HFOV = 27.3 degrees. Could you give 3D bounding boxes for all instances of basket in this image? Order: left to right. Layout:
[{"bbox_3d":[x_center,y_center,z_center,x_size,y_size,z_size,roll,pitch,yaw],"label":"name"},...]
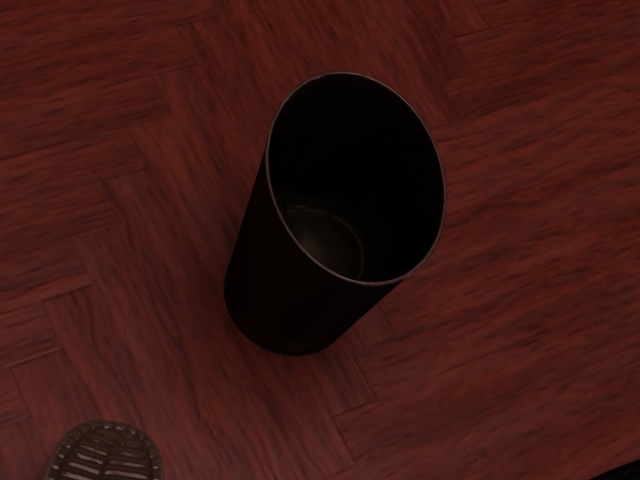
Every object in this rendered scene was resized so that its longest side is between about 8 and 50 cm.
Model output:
[{"bbox_3d":[0.000,0.000,1.161,0.154,0.227,0.204,5,59,-15],"label":"basket"}]

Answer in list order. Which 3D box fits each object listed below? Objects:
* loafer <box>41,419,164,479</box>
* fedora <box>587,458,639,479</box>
[{"bbox_3d":[-0.187,0.260,1.037,0.102,0.092,0.268,16,42,-11],"label":"loafer"},{"bbox_3d":[0.307,0.300,1.106,0.334,0.334,0.152,-23,101,-28],"label":"fedora"}]
